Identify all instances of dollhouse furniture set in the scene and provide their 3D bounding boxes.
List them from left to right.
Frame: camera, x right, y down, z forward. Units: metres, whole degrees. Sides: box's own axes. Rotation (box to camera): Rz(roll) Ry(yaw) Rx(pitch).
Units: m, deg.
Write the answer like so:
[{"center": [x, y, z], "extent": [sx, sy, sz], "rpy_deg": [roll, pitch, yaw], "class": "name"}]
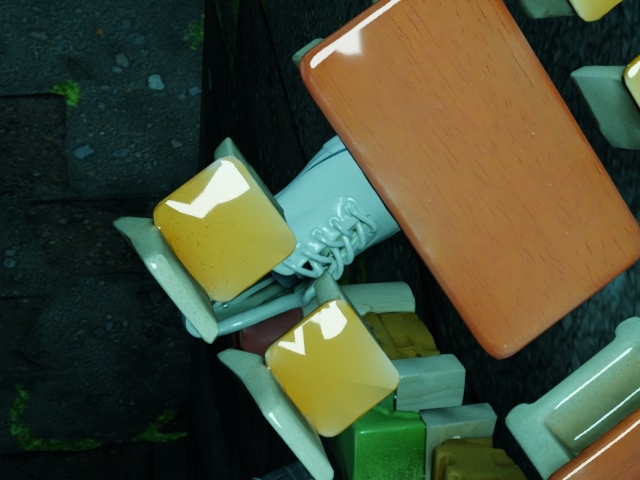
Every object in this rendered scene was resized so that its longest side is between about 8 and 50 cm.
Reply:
[{"center": [0.092, 0.010, 0.563], "extent": [0.259, 0.262, 0.135], "rpy_deg": [54, 176, -18], "class": "dollhouse furniture set"}]

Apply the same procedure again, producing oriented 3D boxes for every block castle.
[{"center": [0.011, 0.238, 1.053], "extent": [0.453, 0.213, 0.303], "rpy_deg": [-120, 28, -64], "class": "block castle"}]

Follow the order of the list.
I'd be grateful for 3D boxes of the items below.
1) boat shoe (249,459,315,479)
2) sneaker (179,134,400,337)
[{"center": [0.021, 0.355, 1.333], "extent": [0.301, 0.102, 0.108], "rpy_deg": [61, 154, 12], "class": "boat shoe"}, {"center": [0.000, 0.000, 1.038], "extent": [0.258, 0.094, 0.091], "rpy_deg": [-33, 34, 26], "class": "sneaker"}]
